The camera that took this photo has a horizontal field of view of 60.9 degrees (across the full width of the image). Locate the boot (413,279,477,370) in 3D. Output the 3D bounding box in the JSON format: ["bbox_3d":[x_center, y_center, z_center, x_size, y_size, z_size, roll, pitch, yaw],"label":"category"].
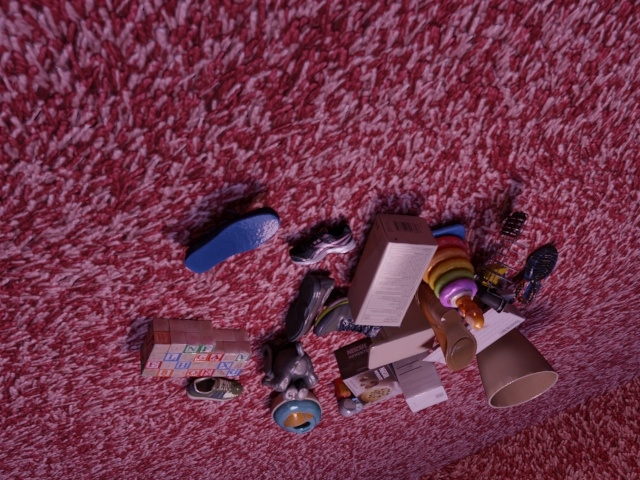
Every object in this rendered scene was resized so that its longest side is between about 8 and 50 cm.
[{"bbox_3d":[0.359,0.243,1.651,0.109,0.220,0.283,-32,123,-1],"label":"boot"}]

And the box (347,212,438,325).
[{"bbox_3d":[0.186,0.087,1.483,0.148,0.121,0.311,5,129,-17],"label":"box"}]

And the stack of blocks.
[{"bbox_3d":[-0.359,0.318,1.598,0.297,0.087,0.171,8,134,-29],"label":"stack of blocks"}]

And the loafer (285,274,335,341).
[{"bbox_3d":[-0.029,0.205,1.598,0.084,0.096,0.267,-2,136,-28],"label":"loafer"}]

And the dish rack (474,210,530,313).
[{"bbox_3d":[0.505,0.050,1.499,0.074,0.208,0.271,25,97,2],"label":"dish rack"}]

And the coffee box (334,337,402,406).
[{"bbox_3d":[0.180,0.478,1.974,0.168,0.119,0.297,-22,141,6],"label":"coffee box"}]

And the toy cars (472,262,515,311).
[{"bbox_3d":[0.536,0.168,1.786,0.176,0.087,0.394,-30,143,8],"label":"toy cars"}]

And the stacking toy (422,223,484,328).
[{"bbox_3d":[0.365,0.119,1.480,0.165,0.302,0.175,-17,139,-1],"label":"stacking toy"}]

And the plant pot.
[{"bbox_3d":[0.676,0.424,1.984,0.256,0.274,0.256,-10,140,-9],"label":"plant pot"}]

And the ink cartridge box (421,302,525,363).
[{"bbox_3d":[0.493,0.303,1.797,0.296,0.066,0.261,-43,141,23],"label":"ink cartridge box"}]

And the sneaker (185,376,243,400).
[{"bbox_3d":[-0.348,0.493,1.823,0.192,0.064,0.086,4,141,-21],"label":"sneaker"}]

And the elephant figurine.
[{"bbox_3d":[-0.127,0.402,1.757,0.186,0.239,0.169,-48,119,-12],"label":"elephant figurine"}]

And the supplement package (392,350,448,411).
[{"bbox_3d":[0.327,0.441,1.889,0.134,0.244,0.139,-23,142,6],"label":"supplement package"}]

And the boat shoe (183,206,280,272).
[{"bbox_3d":[-0.215,-0.020,1.268,0.258,0.089,0.109,-22,128,13],"label":"boat shoe"}]

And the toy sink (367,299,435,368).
[{"bbox_3d":[0.244,0.301,1.785,0.234,0.131,0.153,-16,141,-11],"label":"toy sink"}]

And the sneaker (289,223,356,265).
[{"bbox_3d":[0.000,0.000,1.400,0.178,0.072,0.077,-20,130,-11],"label":"sneaker"}]

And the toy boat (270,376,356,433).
[{"bbox_3d":[-0.027,0.635,2.052,0.318,0.148,0.267,-23,141,6],"label":"toy boat"}]

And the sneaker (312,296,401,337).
[{"bbox_3d":[0.118,0.233,1.623,0.300,0.121,0.111,-15,143,-24],"label":"sneaker"}]

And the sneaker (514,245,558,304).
[{"bbox_3d":[0.711,0.105,1.792,0.087,0.083,0.221,-30,148,-49],"label":"sneaker"}]

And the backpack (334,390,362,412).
[{"bbox_3d":[0.121,0.646,2.174,0.105,0.084,0.114,-17,144,2],"label":"backpack"}]
